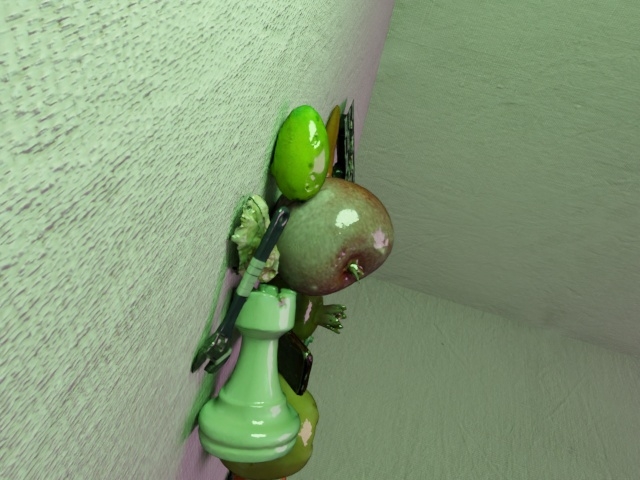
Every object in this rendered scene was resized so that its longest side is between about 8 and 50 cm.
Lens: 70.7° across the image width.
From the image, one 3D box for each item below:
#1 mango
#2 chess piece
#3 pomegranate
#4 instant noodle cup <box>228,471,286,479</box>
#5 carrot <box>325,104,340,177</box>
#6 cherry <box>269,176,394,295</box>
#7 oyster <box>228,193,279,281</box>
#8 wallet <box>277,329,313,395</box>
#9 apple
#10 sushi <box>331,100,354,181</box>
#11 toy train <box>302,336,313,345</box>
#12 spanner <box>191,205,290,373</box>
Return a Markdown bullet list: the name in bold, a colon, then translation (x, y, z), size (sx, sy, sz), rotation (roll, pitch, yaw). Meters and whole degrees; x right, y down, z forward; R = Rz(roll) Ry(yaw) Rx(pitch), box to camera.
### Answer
- **mango**: translation (-0.039, -0.159, 0.834), size (0.119, 0.100, 0.178), rotation (36, -57, 53)
- **chess piece**: translation (-0.122, 0.238, 0.861), size (0.194, 0.195, 0.298), rotation (-19, 116, -84)
- **pomegranate**: translation (-0.047, 0.174, 1.129), size (0.187, 0.226, 0.186), rotation (13, 90, -71)
- **instant noodle cup**: translation (-0.230, 0.902, 1.588), size (0.250, 0.251, 0.191), rotation (44, 54, -85)
- **carrot**: translation (0.017, -0.280, 1.343), size (0.069, 0.069, 0.335), rotation (99, 3, -60)
- **cherry**: translation (0.012, -0.019, 0.948), size (0.307, 0.261, 0.221), rotation (50, -16, 47)
- **oyster**: translation (-0.107, 0.009, 0.787), size (0.132, 0.072, 0.208), rotation (-72, 174, -49)
- **wallet**: translation (-0.093, 0.220, 0.983), size (0.031, 0.232, 0.121), rotation (-9, 125, -37)
- **apple**: translation (-0.131, 0.444, 1.096), size (0.262, 0.263, 0.262), rotation (17, 90, -85)
- **sushi**: translation (0.080, -0.314, 1.656), size (0.359, 0.064, 0.342), rotation (-74, 163, -60)
- **toy train**: translation (-0.105, 0.335, 1.521), size (0.266, 0.145, 0.201), rotation (99, 12, -57)
- **spanner**: translation (-0.128, 0.085, 0.735), size (0.315, 0.024, 0.087), rotation (-63, 158, 9)
